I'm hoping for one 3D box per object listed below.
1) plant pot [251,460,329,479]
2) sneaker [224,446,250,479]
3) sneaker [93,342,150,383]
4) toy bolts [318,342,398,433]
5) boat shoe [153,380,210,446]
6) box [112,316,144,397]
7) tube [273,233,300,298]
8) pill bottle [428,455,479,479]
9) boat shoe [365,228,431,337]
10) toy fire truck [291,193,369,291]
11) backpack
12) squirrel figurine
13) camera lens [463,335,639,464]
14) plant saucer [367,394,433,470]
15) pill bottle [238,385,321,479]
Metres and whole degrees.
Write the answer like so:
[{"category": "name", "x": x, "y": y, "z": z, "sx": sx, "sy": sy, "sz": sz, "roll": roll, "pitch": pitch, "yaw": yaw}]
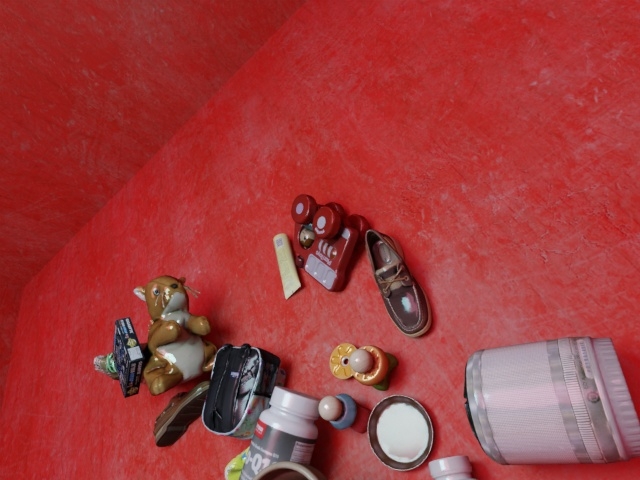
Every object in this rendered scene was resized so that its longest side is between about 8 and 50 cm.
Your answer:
[{"category": "plant pot", "x": -0.015, "y": 0.627, "z": 0.907, "sx": 0.262, "sy": 0.229, "sz": 0.263, "roll": -21, "pitch": 53, "yaw": 30}, {"category": "sneaker", "x": -0.158, "y": 0.605, "z": 1.210, "sx": 0.240, "sy": 0.126, "sz": 0.091, "roll": -22, "pitch": 81, "yaw": -10}, {"category": "sneaker", "x": -0.786, "y": 0.490, "z": 1.656, "sx": 0.410, "sy": 0.181, "sz": 0.158, "roll": -31, "pitch": 57, "yaw": 48}, {"category": "toy bolts", "x": 0.062, "y": 0.372, "z": 1.116, "sx": 0.218, "sy": 0.158, "sz": 0.229, "roll": 11, "pitch": 72, "yaw": 42}, {"category": "boat shoe", "x": -0.484, "y": 0.580, "z": 1.472, "sx": 0.307, "sy": 0.110, "sz": 0.104, "roll": -45, "pitch": 47, "yaw": 9}, {"category": "box", "x": -0.654, "y": 0.397, "z": 1.428, "sx": 0.175, "sy": 0.051, "sz": 0.220, "roll": 52, "pitch": 133, "yaw": 33}, {"category": "tube", "x": -0.120, "y": 0.086, "z": 1.510, "sx": 0.062, "sy": 0.070, "sz": 0.240, "roll": -14, "pitch": 54, "yaw": -4}, {"category": "pill bottle", "x": 0.290, "y": 0.558, "z": 0.852, "sx": 0.117, "sy": 0.117, "sz": 0.209, "roll": -28, "pitch": 51, "yaw": 24}, {"category": "boat shoe", "x": 0.201, "y": 0.106, "z": 1.186, "sx": 0.123, "sy": 0.123, "sz": 0.342, "roll": -31, "pitch": 49, "yaw": 22}, {"category": "toy fire truck", "x": 0.000, "y": 0.000, "z": 1.403, "sx": 0.302, "sy": 0.169, "sz": 0.254, "roll": 33, "pitch": 107, "yaw": 46}, {"category": "backpack", "x": -0.237, "y": 0.465, "z": 1.282, "sx": 0.225, "sy": 0.191, "sz": 0.254, "roll": -10, "pitch": 52, "yaw": 38}, {"category": "squirrel figurine", "x": -0.538, "y": 0.321, "z": 1.507, "sx": 0.397, "sy": 0.280, "sz": 0.371, "roll": -34, "pitch": 77, "yaw": 55}, {"category": "camera lens", "x": 0.433, "y": 0.307, "z": 0.811, "sx": 0.274, "sy": 0.219, "sz": 0.220, "roll": -19, "pitch": 55, "yaw": 30}, {"category": "plant saucer", "x": 0.197, "y": 0.469, "z": 1.034, "sx": 0.168, "sy": 0.029, "sz": 0.169, "roll": -15, "pitch": 60, "yaw": 26}, {"category": "pill bottle", "x": -0.101, "y": 0.535, "z": 1.082, "sx": 0.161, "sy": 0.161, "sz": 0.284, "roll": 4, "pitch": 69, "yaw": 40}]
